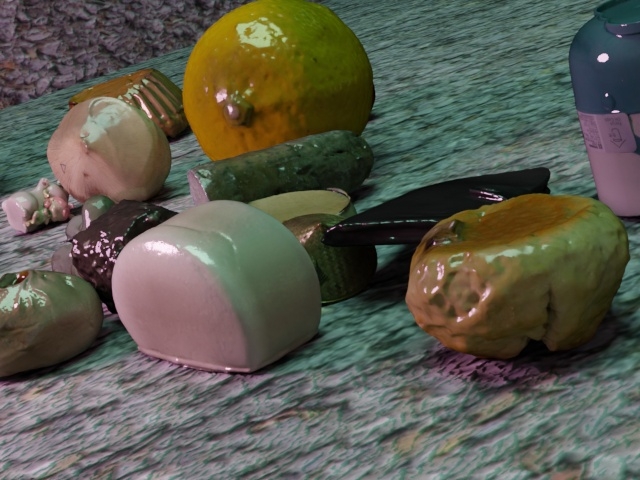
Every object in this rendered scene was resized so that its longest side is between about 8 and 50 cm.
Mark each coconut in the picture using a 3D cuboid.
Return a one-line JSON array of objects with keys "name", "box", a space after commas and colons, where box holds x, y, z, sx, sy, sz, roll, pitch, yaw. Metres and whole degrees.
[{"name": "coconut", "box": [-0.374, -0.151, 2.111, 0.224, 0.224, 0.224, -12, 18, 4]}]

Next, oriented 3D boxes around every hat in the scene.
[{"name": "hat", "box": [0.000, 0.000, 1.470, 0.146, 0.067, 0.146, 1, 50, -1]}]

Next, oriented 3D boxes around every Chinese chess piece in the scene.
[{"name": "Chinese chess piece", "box": [-0.039, -0.007, 1.618, 0.188, 0.083, 0.188, -9, 18, 3]}]

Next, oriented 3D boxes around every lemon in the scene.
[{"name": "lemon", "box": [-0.070, -0.250, 1.999, 0.336, 0.336, 0.336, -12, 18, 4]}]

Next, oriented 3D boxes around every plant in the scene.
[{"name": "plant", "box": [-0.274, 0.016, 1.607, 0.146, 0.149, 0.274, -23, 17, -28]}]

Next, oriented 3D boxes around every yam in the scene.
[{"name": "yam", "box": [-0.056, -0.089, 1.794, 0.330, 0.133, 0.133, -23, 20, -34]}]

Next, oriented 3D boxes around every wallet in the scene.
[{"name": "wallet", "box": [0.162, -0.039, 1.514, 0.197, 0.051, 0.377, -4, 9, 28]}]

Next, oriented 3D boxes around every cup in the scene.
[{"name": "cup", "box": [0.429, -0.162, 1.468, 0.219, 0.257, 0.289, -16, 17, 10]}]

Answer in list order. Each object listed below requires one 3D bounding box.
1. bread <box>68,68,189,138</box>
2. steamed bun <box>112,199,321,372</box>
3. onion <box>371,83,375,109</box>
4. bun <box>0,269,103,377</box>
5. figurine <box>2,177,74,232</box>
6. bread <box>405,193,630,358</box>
[{"name": "bread", "box": [-0.415, -0.281, 2.611, 0.274, 0.149, 0.274, -15, 24, 7]}, {"name": "steamed bun", "box": [-0.128, 0.047, 1.378, 0.242, 0.164, 0.146, 6, 28, 43]}, {"name": "onion", "box": [0.045, -0.286, 2.337, 0.131, 0.131, 0.131, -12, 18, 4]}, {"name": "bun", "box": [-0.364, 0.093, 1.490, 0.167, 0.113, 0.173, -4, 21, 30]}, {"name": "figurine", "box": [-0.480, -0.058, 2.134, 0.146, 0.081, 0.098, -23, 63, -41]}, {"name": "bread", "box": [0.197, 0.040, 1.219, 0.244, 0.134, 0.244, -15, 15, 4]}]
